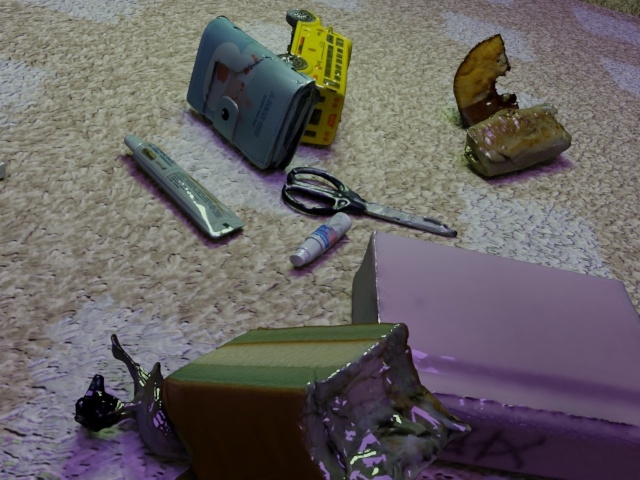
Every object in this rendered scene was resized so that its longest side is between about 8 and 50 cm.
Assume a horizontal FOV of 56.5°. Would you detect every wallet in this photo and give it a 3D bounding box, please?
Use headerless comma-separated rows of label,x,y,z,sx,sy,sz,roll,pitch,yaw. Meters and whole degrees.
wallet,-0.122,-0.251,1.026,0.250,0.176,0.075,42,33,27

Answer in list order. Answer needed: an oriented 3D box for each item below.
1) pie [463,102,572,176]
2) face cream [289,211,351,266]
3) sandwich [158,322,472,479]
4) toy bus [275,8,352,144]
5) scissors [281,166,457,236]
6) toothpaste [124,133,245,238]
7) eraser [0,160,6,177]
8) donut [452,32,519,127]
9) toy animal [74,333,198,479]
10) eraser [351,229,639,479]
pie,0.405,-0.209,1.214,0.282,0.068,0.129,-21,77,-28
face cream,0.000,0.000,0.883,0.034,0.034,0.130,32,43,18
sandwich,-0.016,0.145,0.540,0.227,0.198,0.155,48,39,18
toy bus,-0.019,-0.329,1.176,0.152,0.144,0.330,12,41,-5
scissors,0.085,-0.054,0.985,0.300,0.022,0.109,16,43,0
toothpaste,-0.218,-0.087,0.909,0.255,0.037,0.067,40,39,22
eraser,-0.498,-0.082,0.813,0.052,0.029,0.122,27,40,13
donut,0.355,-0.331,1.289,0.141,0.217,0.085,-16,25,8
toy animal,-0.161,0.179,0.595,0.202,0.070,0.105,30,42,12
eraser,0.223,0.139,0.732,0.359,0.122,0.272,11,38,-7
